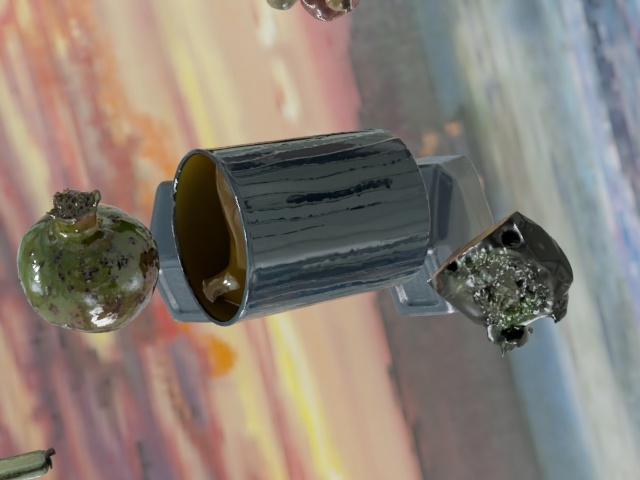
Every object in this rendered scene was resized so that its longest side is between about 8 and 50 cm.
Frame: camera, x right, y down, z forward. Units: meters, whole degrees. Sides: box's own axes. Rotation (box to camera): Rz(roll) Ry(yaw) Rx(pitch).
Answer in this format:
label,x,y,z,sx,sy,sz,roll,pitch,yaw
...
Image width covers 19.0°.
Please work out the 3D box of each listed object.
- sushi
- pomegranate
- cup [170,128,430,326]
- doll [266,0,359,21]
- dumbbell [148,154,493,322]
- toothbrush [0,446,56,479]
label,x,y,z,sx,sy,sz,roll,pitch,yaw
sushi,0.143,0.030,1.408,0.084,0.083,0.056,48,-145,-2
pomegranate,-0.204,0.021,1.663,0.130,0.130,0.130,-13,-90,-77
cup,-0.018,-0.025,1.258,0.150,0.138,0.113,60,147,34
doll,-0.035,-0.303,1.778,0.256,0.152,0.196,-9,-83,-64
dumbbell,0.000,0.000,1.793,0.156,0.316,0.143,-21,-74,-63
toothbrush,-0.284,0.149,1.020,0.026,0.294,0.028,-131,31,-53
